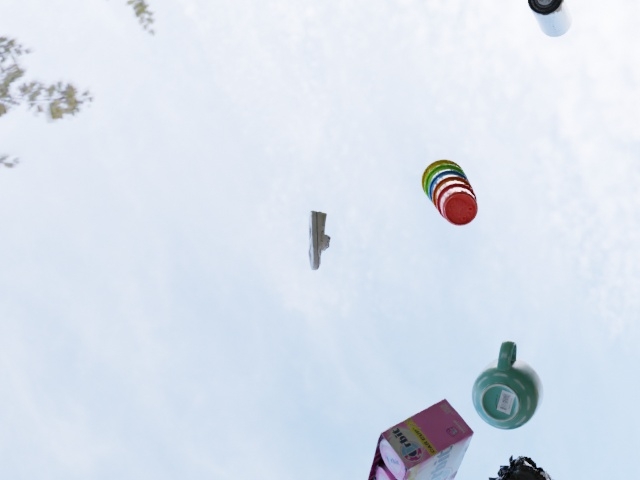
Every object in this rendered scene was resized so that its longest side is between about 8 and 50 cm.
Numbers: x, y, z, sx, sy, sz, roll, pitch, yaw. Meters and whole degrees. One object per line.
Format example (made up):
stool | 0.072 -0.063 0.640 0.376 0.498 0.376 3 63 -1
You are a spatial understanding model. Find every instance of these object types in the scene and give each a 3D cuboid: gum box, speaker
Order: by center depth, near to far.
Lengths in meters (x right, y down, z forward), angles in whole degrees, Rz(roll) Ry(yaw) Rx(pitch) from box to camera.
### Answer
gum box | 0.125 0.304 1.162 0.107 0.062 0.188 -22 -37 -26
speaker | 0.371 -0.371 1.410 0.136 0.055 0.055 7 -90 -67

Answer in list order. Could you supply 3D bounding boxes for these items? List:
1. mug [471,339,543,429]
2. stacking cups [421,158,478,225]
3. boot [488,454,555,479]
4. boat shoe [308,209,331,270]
mug | 0.352 0.289 1.694 0.157 0.129 0.097 59 -154 6
stacking cups | 0.247 -0.094 1.693 0.096 0.316 0.096 1 -78 5
boot | 0.256 0.332 1.089 0.121 0.045 0.099 41 -80 -4
boat shoe | 0.000 0.000 1.394 0.035 0.035 0.100 4 -112 -12
